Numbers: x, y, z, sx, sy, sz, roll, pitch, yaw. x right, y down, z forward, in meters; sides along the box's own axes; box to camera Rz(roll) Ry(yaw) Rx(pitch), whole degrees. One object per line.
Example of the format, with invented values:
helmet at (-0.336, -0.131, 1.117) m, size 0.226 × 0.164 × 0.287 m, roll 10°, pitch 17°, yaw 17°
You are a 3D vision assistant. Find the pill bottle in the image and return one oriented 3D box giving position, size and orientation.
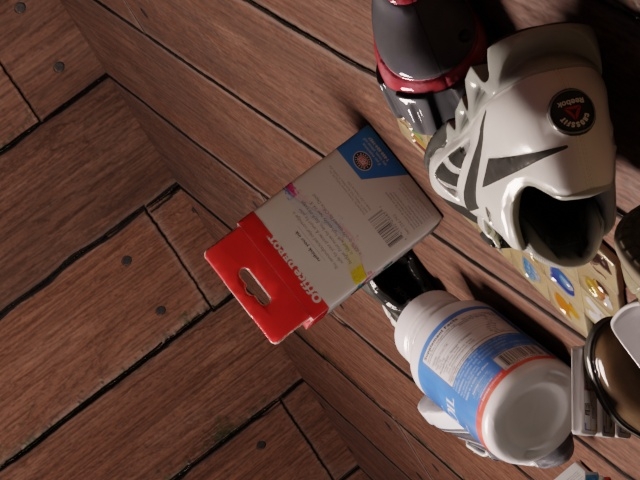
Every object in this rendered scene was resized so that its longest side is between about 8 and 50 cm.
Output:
pill bottle at (0.174, 0.140, 2.099) m, size 0.221 × 0.124 × 0.124 m, roll 40°, pitch 164°, yaw 54°

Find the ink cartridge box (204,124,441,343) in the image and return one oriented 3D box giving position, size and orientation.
ink cartridge box at (0.000, 0.000, 2.094) m, size 0.134 × 0.231 × 0.078 m, roll 52°, pitch 170°, yaw 5°

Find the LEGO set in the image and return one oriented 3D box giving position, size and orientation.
LEGO set at (0.239, 0.221, 1.734) m, size 0.182 × 0.060 × 0.244 m, roll 16°, pitch -108°, yaw -67°

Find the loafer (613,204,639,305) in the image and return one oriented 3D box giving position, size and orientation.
loafer at (0.310, 0.080, 1.377) m, size 0.268 × 0.102 × 0.092 m, roll 57°, pitch 176°, yaw 33°

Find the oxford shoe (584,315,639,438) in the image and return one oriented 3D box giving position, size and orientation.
oxford shoe at (0.316, 0.151, 1.659) m, size 0.227 × 0.083 × 0.096 m, roll 47°, pitch 162°, yaw -13°

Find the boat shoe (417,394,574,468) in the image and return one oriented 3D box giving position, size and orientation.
boat shoe at (0.211, 0.212, 2.270) m, size 0.102 × 0.108 × 0.301 m, roll 56°, pitch 163°, yaw -12°

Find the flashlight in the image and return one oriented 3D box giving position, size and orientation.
flashlight at (0.055, -0.219, 1.478) m, size 0.103 × 0.103 × 0.304 m, roll 11°, pitch 144°, yaw 34°

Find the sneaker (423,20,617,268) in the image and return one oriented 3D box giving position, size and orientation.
sneaker at (0.157, -0.036, 1.465) m, size 0.330 × 0.122 × 0.146 m, roll 88°, pitch 168°, yaw -75°

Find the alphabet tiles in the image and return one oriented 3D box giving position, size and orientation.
alphabet tiles at (0.169, -0.047, 1.805) m, size 0.342 × 0.011 × 0.285 m, roll 47°, pitch 168°, yaw 30°

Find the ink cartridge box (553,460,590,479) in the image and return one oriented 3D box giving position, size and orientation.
ink cartridge box at (0.311, 0.360, 2.227) m, size 0.175 × 0.127 × 0.072 m, roll 43°, pitch 168°, yaw 44°

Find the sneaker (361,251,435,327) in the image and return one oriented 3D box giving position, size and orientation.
sneaker at (0.066, 0.024, 2.342) m, size 0.234 × 0.078 × 0.106 m, roll 44°, pitch 165°, yaw 24°

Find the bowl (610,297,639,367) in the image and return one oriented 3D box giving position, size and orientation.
bowl at (0.305, 0.096, 1.556) m, size 0.142 × 0.053 × 0.142 m, roll 52°, pitch 171°, yaw 5°
